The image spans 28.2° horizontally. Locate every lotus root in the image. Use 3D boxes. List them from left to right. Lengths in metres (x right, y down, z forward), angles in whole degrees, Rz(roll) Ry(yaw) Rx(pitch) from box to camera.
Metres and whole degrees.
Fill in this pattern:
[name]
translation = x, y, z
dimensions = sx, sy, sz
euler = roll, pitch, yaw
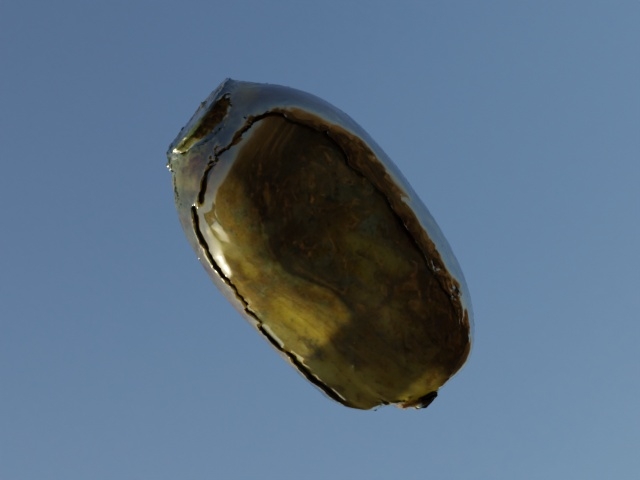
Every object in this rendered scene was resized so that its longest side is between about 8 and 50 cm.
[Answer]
[lotus root]
translation = 0.000, 0.000, 0.940
dimensions = 0.160, 0.152, 0.275
euler = -36, -73, 13
